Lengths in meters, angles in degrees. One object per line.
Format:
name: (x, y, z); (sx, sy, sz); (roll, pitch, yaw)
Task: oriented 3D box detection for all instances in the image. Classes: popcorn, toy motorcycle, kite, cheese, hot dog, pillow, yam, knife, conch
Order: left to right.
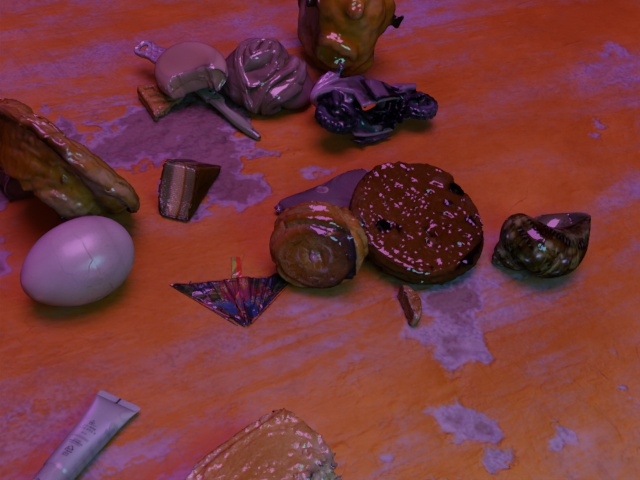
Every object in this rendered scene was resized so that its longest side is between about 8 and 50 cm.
yam: (-0.634, -0.152, 1.815); (0.079, 0.079, 0.141); (-21, 51, -27)
cheese: (-0.325, -0.423, 2.082); (0.163, 0.071, 0.249); (-30, 53, -10)
knife: (-0.236, -0.320, 2.071); (0.293, 0.020, 0.043); (40, 53, 22)
kite: (-0.162, 0.092, 1.666); (0.241, 0.014, 0.183); (-2, 43, -8)
pillow: (0.049, -0.081, 1.848); (0.255, 0.059, 0.169); (-25, 54, -31)
popcorn: (0.067, -0.565, 2.196); (0.281, 0.297, 0.316); (9, 42, -11)
toy motorcycle: (0.110, -0.325, 2.058); (0.327, 0.143, 0.188); (-13, 46, -31)
hot dog: (0.173, 0.121, 1.669); (0.034, 0.030, 0.090); (0, 43, -20)
conch: (0.438, 0.005, 1.769); (0.181, 0.124, 0.187); (8, 19, 14)

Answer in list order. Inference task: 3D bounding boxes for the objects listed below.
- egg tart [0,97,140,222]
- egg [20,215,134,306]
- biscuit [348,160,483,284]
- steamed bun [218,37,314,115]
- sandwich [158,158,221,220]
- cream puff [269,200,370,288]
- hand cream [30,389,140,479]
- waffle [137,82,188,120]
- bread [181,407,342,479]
egg tart: (-0.498, -0.131, 1.674); (0.345, 0.345, 0.132); (34, 81, 26)
egg: (-0.431, 0.040, 1.583); (0.209, 0.151, 0.151); (-31, 55, -28)
biscuit: (0.190, -0.033, 1.784); (0.296, 0.075, 0.296); (7, 52, -9)
steamed bun: (-0.127, -0.403, 2.102); (0.211, 0.144, 0.218); (-27, 53, -32)
sandwich: (-0.275, -0.109, 1.862); (0.079, 0.113, 0.163); (14, 9, 8)
cream puff: (0.000, 0.000, 1.670); (0.189, 0.189, 0.129); (8, 38, 1)
hand cream: (-0.367, 0.312, 1.379); (0.078, 0.050, 0.205); (19, 40, 16)
waffle: (-0.322, -0.341, 2.092); (0.191, 0.032, 0.125); (-17, 48, -26)
bread: (-0.094, 0.361, 1.309); (0.174, 0.121, 0.245); (30, 51, 34)
